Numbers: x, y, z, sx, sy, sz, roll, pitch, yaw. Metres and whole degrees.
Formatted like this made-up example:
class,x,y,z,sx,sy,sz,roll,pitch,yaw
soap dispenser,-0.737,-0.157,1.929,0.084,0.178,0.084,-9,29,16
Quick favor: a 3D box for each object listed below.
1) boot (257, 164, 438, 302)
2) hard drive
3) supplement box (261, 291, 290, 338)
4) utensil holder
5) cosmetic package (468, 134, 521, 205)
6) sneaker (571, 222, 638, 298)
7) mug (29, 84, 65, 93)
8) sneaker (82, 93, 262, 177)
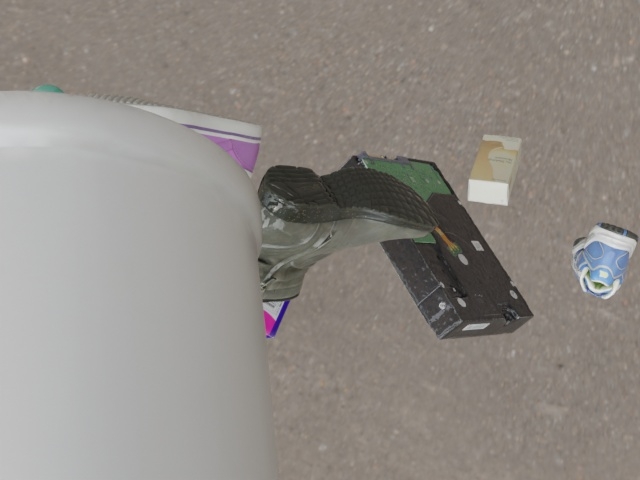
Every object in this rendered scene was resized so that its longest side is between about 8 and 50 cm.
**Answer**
class,x,y,z,sx,sy,sz,roll,pitch,yaw
boot,0.000,0.000,1.119,0.161,0.246,0.083,-57,45,33
hard drive,0.189,0.007,1.657,0.064,0.237,0.339,-43,64,30
supplement box,-0.171,0.073,1.732,0.220,0.111,0.114,35,154,-24
utensil holder,-0.180,0.152,0.655,0.328,0.385,0.327,-7,152,-4
cosmetic package,0.255,-0.104,1.464,0.060,0.115,0.041,7,132,15
sneaker,0.385,0.040,1.411,0.080,0.211,0.081,20,78,14
mug,-0.501,-0.223,1.813,0.097,0.129,0.157,34,108,2
sneaker,-0.204,-0.100,1.328,0.102,0.282,0.161,24,102,50
